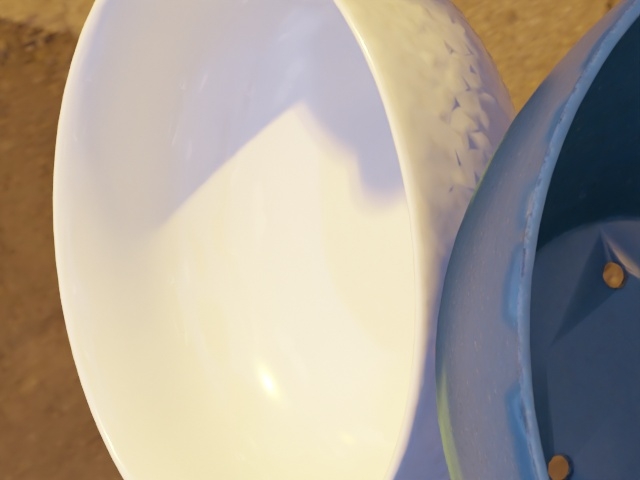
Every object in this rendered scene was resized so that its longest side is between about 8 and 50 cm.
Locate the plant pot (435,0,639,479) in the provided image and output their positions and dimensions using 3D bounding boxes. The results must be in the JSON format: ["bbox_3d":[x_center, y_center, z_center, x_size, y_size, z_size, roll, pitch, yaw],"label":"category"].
[{"bbox_3d":[0.155,0.047,0.679,0.290,0.290,0.195,61,158,-4],"label":"plant pot"}]

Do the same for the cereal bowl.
[{"bbox_3d":[0.000,0.000,1.017,0.339,0.141,0.339,9,101,53],"label":"cereal bowl"}]
